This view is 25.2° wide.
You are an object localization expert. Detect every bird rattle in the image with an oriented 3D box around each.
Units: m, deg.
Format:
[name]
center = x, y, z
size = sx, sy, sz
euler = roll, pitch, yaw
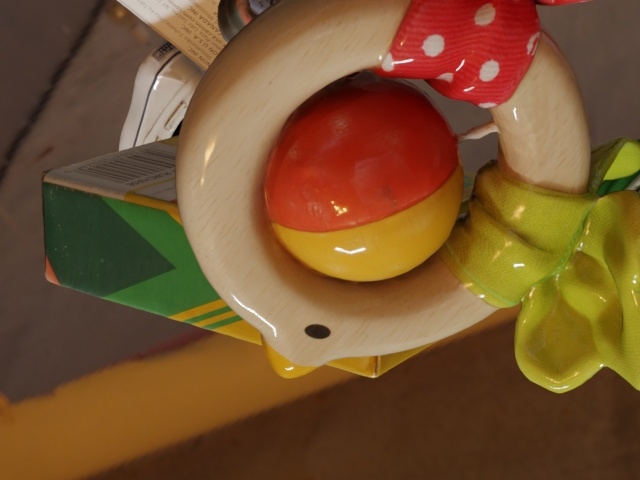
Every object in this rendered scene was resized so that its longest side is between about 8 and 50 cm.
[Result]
[bird rattle]
center = 0.045, -0.038, 0.550
size = 0.207, 0.253, 0.143
euler = -23, -138, -3

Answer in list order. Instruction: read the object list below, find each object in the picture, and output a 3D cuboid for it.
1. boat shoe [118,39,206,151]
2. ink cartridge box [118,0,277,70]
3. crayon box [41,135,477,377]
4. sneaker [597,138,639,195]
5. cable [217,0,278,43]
[boat shoe]
center = -0.162, -0.129, 1.635
size = 0.096, 0.088, 0.267
euler = -38, 166, -30
[ink cartridge box]
center = -0.123, -0.280, 0.943
size = 0.066, 0.296, 0.261
euler = -33, -151, 37
[crayon box]
center = 0.000, 0.000, 0.941
size = 0.319, 0.081, 0.202
euler = 13, -159, 33
[sneaker]
center = 0.279, -0.020, 0.640
size = 0.344, 0.134, 0.146
euler = -18, -122, 20
[cable]
center = 0.039, -0.153, 0.841
size = 0.072, 0.287, 0.139
euler = -23, -118, 47
